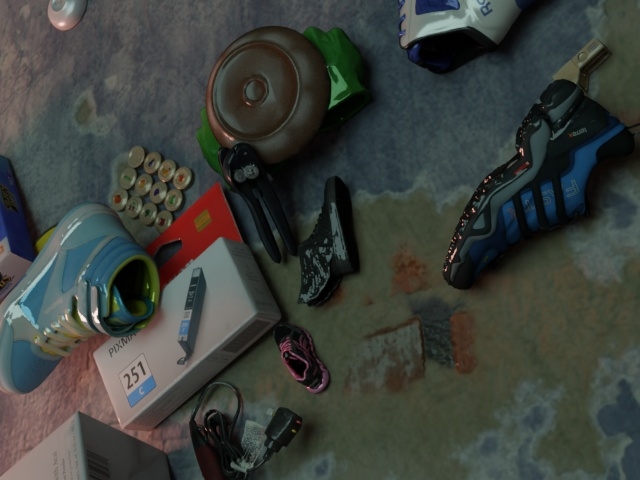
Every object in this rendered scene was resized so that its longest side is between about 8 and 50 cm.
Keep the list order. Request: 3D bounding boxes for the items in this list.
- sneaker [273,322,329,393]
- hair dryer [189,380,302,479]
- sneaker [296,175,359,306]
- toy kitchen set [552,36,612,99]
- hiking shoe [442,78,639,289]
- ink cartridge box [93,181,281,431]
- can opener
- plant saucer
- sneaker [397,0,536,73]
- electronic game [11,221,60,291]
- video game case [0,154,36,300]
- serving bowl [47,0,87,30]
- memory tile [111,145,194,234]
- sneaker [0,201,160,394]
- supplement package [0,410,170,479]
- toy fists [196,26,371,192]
[{"bbox_3d":[-0.035,0.154,1.768,0.047,0.057,0.119,-48,53,16],"label":"sneaker"},{"bbox_3d":[-0.121,0.352,1.777,0.223,0.080,0.294,6,75,54],"label":"hair dryer"},{"bbox_3d":[0.001,0.000,1.790,0.089,0.051,0.170,-18,70,25],"label":"sneaker"},{"bbox_3d":[0.334,-0.200,1.604,0.075,0.068,0.083,-44,56,17],"label":"toy kitchen set"},{"bbox_3d":[0.260,-0.043,1.582,0.132,0.113,0.304,32,118,-1],"label":"hiking shoe"},{"bbox_3d":[-0.220,0.092,1.901,0.296,0.066,0.261,-41,57,23],"label":"ink cartridge box"},{"bbox_3d":[-0.082,-0.054,1.810,0.059,0.186,0.073,-30,16,1],"label":"can opener"},{"bbox_3d":[-0.083,-0.205,1.807,0.198,0.036,0.199,-3,83,25],"label":"plant saucer"},{"bbox_3d":[0.139,-0.332,1.745,0.315,0.127,0.182,32,93,36],"label":"sneaker"},{"bbox_3d":[-0.417,0.077,2.051,0.229,0.048,0.229,-19,60,37],"label":"electronic game"},{"bbox_3d":[-0.598,0.015,2.178,0.244,0.061,0.269,-42,47,17],"label":"video game case"},{"bbox_3d":[-0.443,-0.407,2.241,0.083,0.027,0.083,-12,70,33],"label":"serving bowl"},{"bbox_3d":[-0.265,-0.081,2.028,0.148,0.012,0.113,25,91,38],"label":"memory tile"},{"bbox_3d":[-0.353,0.118,1.874,0.208,0.127,0.319,35,99,42],"label":"sneaker"},{"bbox_3d":[-0.366,0.414,1.827,0.293,0.175,0.178,-40,41,19],"label":"supplement package"},{"bbox_3d":[-0.057,-0.195,1.865,0.279,0.096,0.142,-35,71,21],"label":"toy fists"}]
